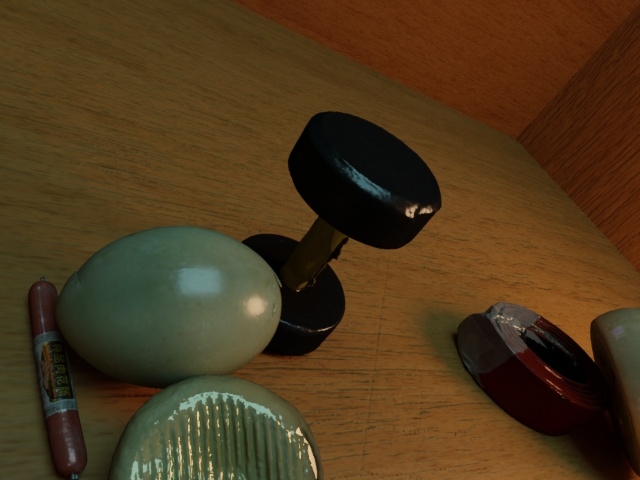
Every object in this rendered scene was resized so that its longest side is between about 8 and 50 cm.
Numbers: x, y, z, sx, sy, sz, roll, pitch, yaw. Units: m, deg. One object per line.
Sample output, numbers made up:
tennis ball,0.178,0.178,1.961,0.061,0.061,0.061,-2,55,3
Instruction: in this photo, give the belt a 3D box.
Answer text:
belt,0.431,0.255,0.960,0.323,0.115,0.227,30,33,-10

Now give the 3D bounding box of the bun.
bun,-0.103,0.246,0.478,0.222,0.127,0.223,8,70,-22

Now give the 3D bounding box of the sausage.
sausage,-0.288,0.140,0.510,0.034,0.034,0.253,1,48,-42

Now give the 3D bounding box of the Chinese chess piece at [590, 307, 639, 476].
Chinese chess piece,0.666,0.305,0.955,0.338,0.140,0.339,-15,90,-71

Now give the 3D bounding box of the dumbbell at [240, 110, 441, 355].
dumbbell,0.000,0.000,0.682,0.203,0.323,0.204,24,35,-18

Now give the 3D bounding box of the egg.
egg,-0.168,0.077,0.552,0.252,0.187,0.187,-3,47,-21
